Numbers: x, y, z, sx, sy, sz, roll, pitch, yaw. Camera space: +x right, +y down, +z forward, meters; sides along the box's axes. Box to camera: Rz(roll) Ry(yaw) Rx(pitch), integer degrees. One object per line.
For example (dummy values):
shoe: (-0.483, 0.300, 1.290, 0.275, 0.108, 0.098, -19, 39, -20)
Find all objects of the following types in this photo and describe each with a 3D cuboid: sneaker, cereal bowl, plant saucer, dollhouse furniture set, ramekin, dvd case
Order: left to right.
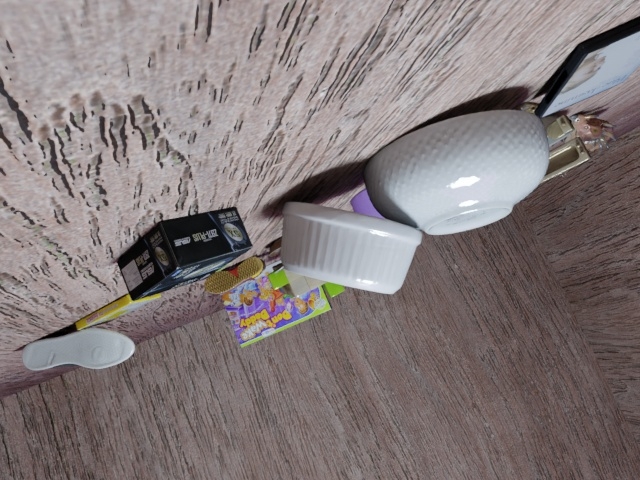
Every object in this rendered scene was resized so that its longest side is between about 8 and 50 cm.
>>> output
sneaker: (-0.615, 0.280, 1.424, 0.296, 0.104, 0.147, -7, 179, 7)
sneaker: (-0.245, 0.109, 1.561, 0.186, 0.069, 0.084, -23, 168, 3)
plant saucer: (-0.068, -0.002, 1.460, 0.169, 0.029, 0.168, -24, 174, -3)
ramekin: (0.049, 0.017, 1.013, 0.273, 0.127, 0.273, 12, 179, 0)
cereal bowl: (0.257, -0.099, 0.993, 0.339, 0.141, 0.339, -11, 168, -2)
dollhouse furniture set: (0.429, -0.196, 1.077, 0.144, 0.151, 0.123, -30, 170, 37)
dvd case: (0.483, -0.297, 0.909, 0.181, 0.022, 0.253, -24, 169, 2)

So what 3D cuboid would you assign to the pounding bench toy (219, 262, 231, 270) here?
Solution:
pounding bench toy: (-0.203, 0.021, 1.010, 0.052, 0.065, 0.083, -16, 170, -44)

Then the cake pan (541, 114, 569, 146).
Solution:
cake pan: (0.505, -0.241, 1.397, 0.294, 0.054, 0.293, -23, 173, -3)

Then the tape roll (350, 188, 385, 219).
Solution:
tape roll: (0.215, -0.109, 1.309, 0.275, 0.090, 0.275, -24, 173, -3)

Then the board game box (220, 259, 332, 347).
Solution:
board game box: (-0.163, 0.207, 1.923, 0.347, 0.233, 0.078, -24, 174, 2)

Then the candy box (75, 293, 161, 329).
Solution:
candy box: (-0.511, 0.174, 1.349, 0.206, 0.027, 0.105, -26, 174, 26)

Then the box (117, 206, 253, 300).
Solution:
box: (-0.228, 0.024, 0.893, 0.147, 0.077, 0.180, -17, 171, -46)

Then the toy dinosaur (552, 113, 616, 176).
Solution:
toy dinosaur: (0.795, -0.312, 1.572, 0.296, 0.127, 0.200, -26, 169, -34)

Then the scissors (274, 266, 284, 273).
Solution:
scissors: (0.000, 0.000, 1.488, 0.297, 0.021, 0.109, -34, -176, -21)

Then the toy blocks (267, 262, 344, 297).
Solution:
toy blocks: (-0.007, 0.064, 1.692, 0.382, 0.190, 0.261, -27, -173, -17)
